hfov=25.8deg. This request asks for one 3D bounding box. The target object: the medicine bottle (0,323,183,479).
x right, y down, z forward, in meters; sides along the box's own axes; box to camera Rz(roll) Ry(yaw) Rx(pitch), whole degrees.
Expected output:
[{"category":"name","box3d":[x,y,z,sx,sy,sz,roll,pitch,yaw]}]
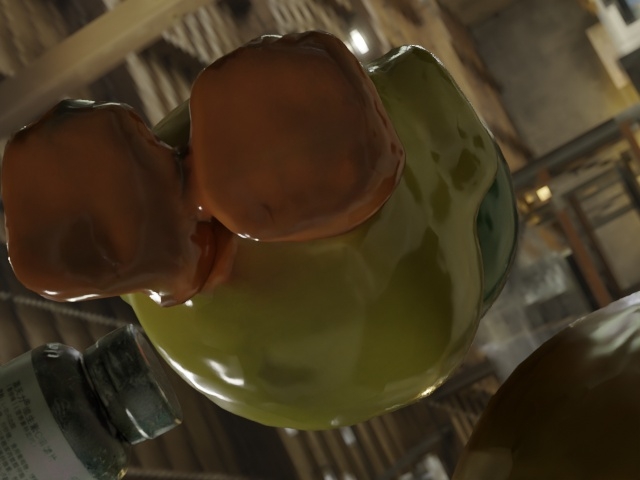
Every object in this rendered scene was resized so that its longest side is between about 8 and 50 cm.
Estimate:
[{"category":"medicine bottle","box3d":[-0.270,0.184,1.226,0.141,0.293,0.141,62,179,2]}]

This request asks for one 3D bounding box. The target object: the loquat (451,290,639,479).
[{"category":"loquat","box3d":[0.221,0.156,0.623,0.328,0.328,0.359,56,-130,-15]}]

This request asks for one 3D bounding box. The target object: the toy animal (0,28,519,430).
[{"category":"toy animal","box3d":[0.001,0.003,0.748,0.338,0.216,0.191,3,-112,-72]}]
